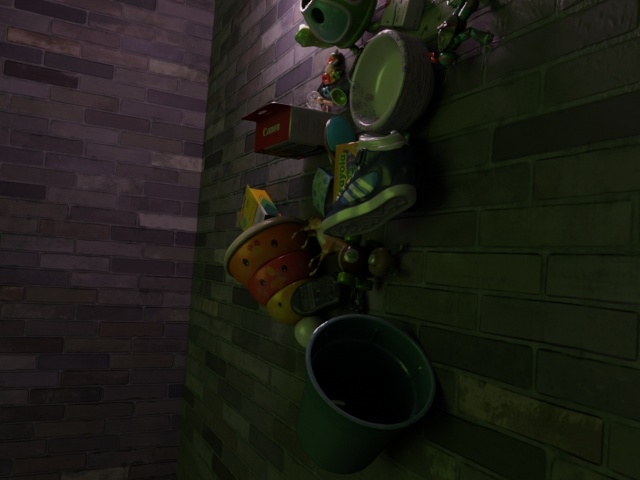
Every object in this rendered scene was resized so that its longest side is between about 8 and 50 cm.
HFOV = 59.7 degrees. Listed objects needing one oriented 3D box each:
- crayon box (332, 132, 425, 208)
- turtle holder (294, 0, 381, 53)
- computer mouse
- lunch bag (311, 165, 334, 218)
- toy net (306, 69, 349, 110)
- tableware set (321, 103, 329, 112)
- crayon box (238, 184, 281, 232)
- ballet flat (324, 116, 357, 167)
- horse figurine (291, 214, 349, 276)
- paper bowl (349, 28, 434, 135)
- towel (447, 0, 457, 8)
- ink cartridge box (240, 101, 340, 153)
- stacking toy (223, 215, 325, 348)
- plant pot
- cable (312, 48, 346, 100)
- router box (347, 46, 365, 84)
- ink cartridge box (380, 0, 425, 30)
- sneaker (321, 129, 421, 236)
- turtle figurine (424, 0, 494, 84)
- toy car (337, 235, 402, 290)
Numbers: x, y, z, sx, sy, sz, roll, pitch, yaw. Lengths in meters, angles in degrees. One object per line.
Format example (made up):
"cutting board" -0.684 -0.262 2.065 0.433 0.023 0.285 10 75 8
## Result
"crayon box" 0.145 -0.188 1.640 0.323 0.083 0.203 -2 84 44
"turtle holder" 0.048 -0.778 1.872 0.320 0.228 0.243 22 99 63
"computer mouse" 0.029 0.185 1.844 0.272 0.072 0.188 -18 61 24
"lunch bag" 0.026 -0.171 1.943 0.129 0.096 0.151 -135 34 -56
"toy net" 0.008 -0.531 2.033 0.232 0.122 0.045 -10 34 49
"tableware set" 0.006 -0.439 2.136 0.141 0.020 0.168 -38 52 55
"crayon box" -0.288 -0.105 2.580 0.318 0.081 0.202 54 132 51
"ballet flat" 0.084 -0.266 1.881 0.124 0.116 0.342 101 154 -51
"horse figurine" 0.000 0.000 1.910 0.174 0.066 0.263 -42 52 20
"paper bowl" 0.213 -0.439 1.589 0.284 0.148 0.284 -21 66 61
"towel" 0.374 -0.703 1.462 0.152 0.023 0.113 -47 45 50
"ink cartridge box" -0.123 -0.397 2.060 0.309 0.272 0.130 -2 84 61
"stacking toy" -0.104 0.179 2.020 0.479 0.351 0.350 57 137 25
"plant pot" 0.091 0.437 1.506 0.341 0.341 0.334 -113 30 -43
"cable" 0.012 -0.603 2.095 0.287 0.072 0.139 -36 52 54
"router box" 0.141 -0.572 1.877 0.122 0.038 0.092 -64 34 35
"ink cartridge box" 0.246 -0.686 1.672 0.135 0.056 0.099 40 119 59
"sneaker" 0.122 -0.164 1.527 0.323 0.130 0.236 -28 59 42
"turtle figurine" 0.350 -0.512 1.384 0.175 0.118 0.234 30 106 61
"toy car" 0.159 0.059 1.629 0.188 0.149 0.155 -7 69 51
